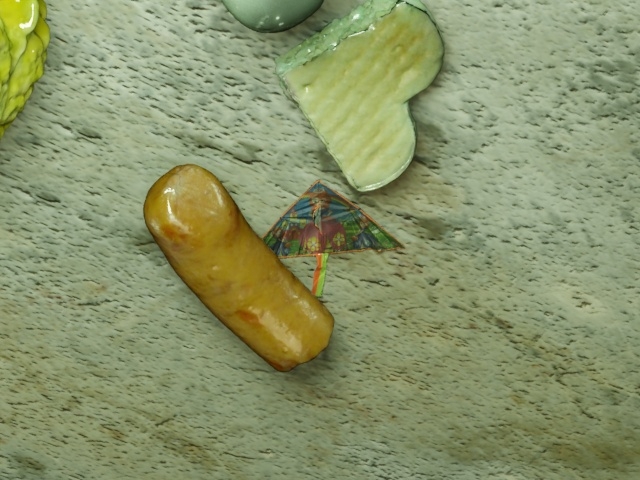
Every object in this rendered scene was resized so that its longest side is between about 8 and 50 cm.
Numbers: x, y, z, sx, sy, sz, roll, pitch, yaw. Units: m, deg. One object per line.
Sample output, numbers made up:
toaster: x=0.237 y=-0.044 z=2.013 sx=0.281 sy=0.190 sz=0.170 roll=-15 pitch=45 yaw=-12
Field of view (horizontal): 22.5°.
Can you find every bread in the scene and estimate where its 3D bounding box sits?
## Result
bread: x=0.032 y=-0.158 z=1.662 sx=0.173 sy=0.064 sz=0.232 roll=6 pitch=123 yaw=-12

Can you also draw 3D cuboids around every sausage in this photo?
sausage: x=-0.094 y=0.028 z=1.749 sx=0.109 sy=0.109 sz=0.270 roll=-32 pitch=119 yaw=14

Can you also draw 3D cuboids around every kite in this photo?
kite: x=0.000 y=0.000 z=1.804 sx=0.190 sy=0.010 sz=0.159 roll=-6 pitch=126 yaw=-3

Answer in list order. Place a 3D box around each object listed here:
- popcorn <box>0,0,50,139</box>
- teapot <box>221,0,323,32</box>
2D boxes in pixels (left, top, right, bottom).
popcorn: x=-0.382 y=-0.202 z=1.499 sx=0.252 sy=0.206 sz=0.237 roll=25 pitch=140 yaw=12
teapot: x=-0.103 y=-0.302 z=1.484 sx=0.251 sy=0.183 sz=0.183 roll=16 pitch=122 yaw=-6
